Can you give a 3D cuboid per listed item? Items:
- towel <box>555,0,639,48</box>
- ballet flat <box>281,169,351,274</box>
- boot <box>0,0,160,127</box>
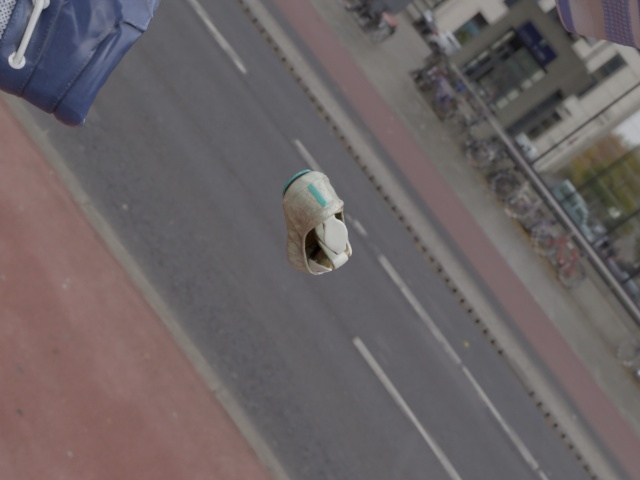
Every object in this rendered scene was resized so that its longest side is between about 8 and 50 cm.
[{"bbox_3d":[0.348,-0.306,1.155,0.285,0.034,0.209,38,-25,57],"label":"towel"},{"bbox_3d":[0.000,0.000,0.847,0.052,0.057,0.168,47,-10,21],"label":"ballet flat"},{"bbox_3d":[-0.100,-0.148,0.463,0.086,0.190,0.069,30,-3,-17],"label":"boot"}]
